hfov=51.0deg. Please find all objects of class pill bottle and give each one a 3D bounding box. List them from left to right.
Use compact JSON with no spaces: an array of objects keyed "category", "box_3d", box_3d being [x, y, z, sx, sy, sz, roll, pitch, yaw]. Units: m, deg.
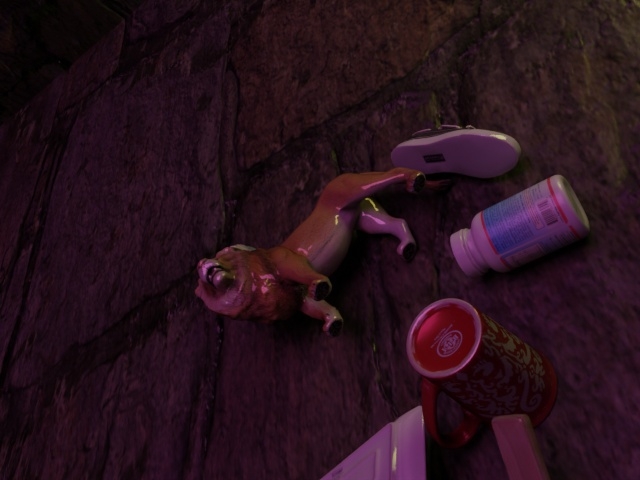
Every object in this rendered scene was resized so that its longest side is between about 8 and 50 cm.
[{"category":"pill bottle","box_3d":[0.253,-0.012,0.864,0.160,0.087,0.087,-28,46,27]}]

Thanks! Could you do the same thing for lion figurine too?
[{"category":"lion figurine","box_3d":[0.000,0.000,1.049,0.392,0.142,0.240,-39,37,-19]}]

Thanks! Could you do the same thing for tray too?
[{"category":"tray","box_3d":[0.027,0.313,0.805,0.270,0.030,0.145,-48,15,28]}]

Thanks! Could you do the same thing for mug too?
[{"category":"mug","box_3d":[0.175,0.156,0.751,0.113,0.169,0.150,-2,61,43]}]

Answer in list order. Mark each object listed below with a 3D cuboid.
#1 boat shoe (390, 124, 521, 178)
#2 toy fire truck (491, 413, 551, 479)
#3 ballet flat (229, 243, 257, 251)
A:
[{"category":"boat shoe","box_3d":[0.206,-0.144,1.012,0.219,0.077,0.070,6,45,45]},{"category":"toy fire truck","box_3d":[0.160,0.318,0.681,0.217,0.158,0.246,-6,47,42]},{"category":"ballet flat","box_3d":[-0.132,0.052,1.195,0.077,0.079,0.221,-56,39,1]}]
